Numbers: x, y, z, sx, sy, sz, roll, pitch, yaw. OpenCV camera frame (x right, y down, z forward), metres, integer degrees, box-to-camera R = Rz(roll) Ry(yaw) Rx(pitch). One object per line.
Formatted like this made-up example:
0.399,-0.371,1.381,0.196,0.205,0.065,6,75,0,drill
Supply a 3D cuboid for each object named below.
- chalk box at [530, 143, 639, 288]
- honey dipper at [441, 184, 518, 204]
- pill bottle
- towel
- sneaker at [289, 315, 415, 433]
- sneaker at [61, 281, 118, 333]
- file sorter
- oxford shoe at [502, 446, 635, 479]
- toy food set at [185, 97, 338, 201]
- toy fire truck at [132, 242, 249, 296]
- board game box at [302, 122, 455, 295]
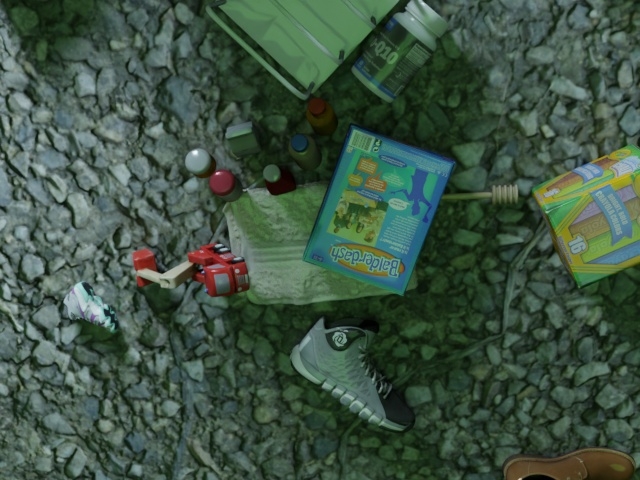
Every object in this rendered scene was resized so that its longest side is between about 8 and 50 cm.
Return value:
0.432,-0.047,1.306,0.213,0.132,0.132,-25,104,10,chalk box
0.214,-0.068,1.368,0.160,0.030,0.031,0,107,7,honey dipper
0.114,-0.269,1.285,0.078,0.078,0.137,38,105,-8,pill bottle
0.000,0.000,1.391,0.282,0.049,0.187,-7,107,5,towel
0.075,0.198,1.428,0.228,0.086,0.132,32,104,-5,sneaker
-0.373,0.121,1.459,0.069,0.038,0.098,-37,92,15,sneaker
0.009,-0.352,1.219,0.193,0.173,0.278,42,104,-9,file sorter
0.404,0.383,1.469,0.212,0.076,0.076,-7,104,4,oxford shoe
-0.085,-0.125,1.309,0.232,0.104,0.111,-14,80,5,toy food set
-0.198,0.046,1.371,0.135,0.192,0.047,-15,109,-22,toy fire truck
0.082,-0.044,1.326,0.160,0.047,0.210,20,102,-4,board game box
